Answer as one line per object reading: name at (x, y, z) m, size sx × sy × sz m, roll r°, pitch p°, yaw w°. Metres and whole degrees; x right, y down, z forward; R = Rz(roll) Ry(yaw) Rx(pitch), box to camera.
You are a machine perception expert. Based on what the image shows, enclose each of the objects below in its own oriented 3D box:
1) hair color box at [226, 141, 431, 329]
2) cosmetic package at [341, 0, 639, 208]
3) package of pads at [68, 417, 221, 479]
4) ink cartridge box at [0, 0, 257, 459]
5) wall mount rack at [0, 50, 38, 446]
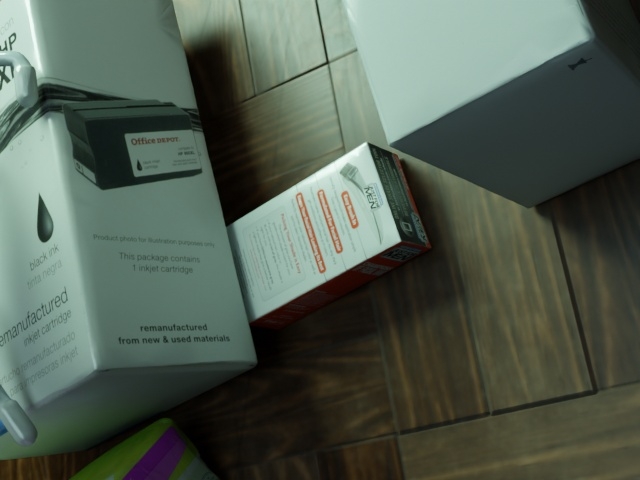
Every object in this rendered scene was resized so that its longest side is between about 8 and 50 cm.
hair color box at (0.000, 0.000, 0.806) m, size 0.167 × 0.053 × 0.093 m, roll -30°, pitch 66°, yaw 29°
cosmetic package at (0.120, -0.162, 0.647) m, size 0.138 × 0.224 × 0.224 m, roll -28°, pitch 67°, yaw 27°
package of pads at (-0.237, 0.294, 0.814) m, size 0.296 × 0.229 × 0.101 m, roll -37°, pitch 94°, yaw 23°
ink cartridge box at (-0.244, -0.026, 0.881) m, size 0.285 × 0.166 × 0.394 m, roll -31°, pitch 65°, yaw 39°
wall mount rack at (-0.285, -0.009, 0.639) m, size 0.131 × 0.350 × 0.304 m, roll 0°, pitch 84°, yaw 9°
